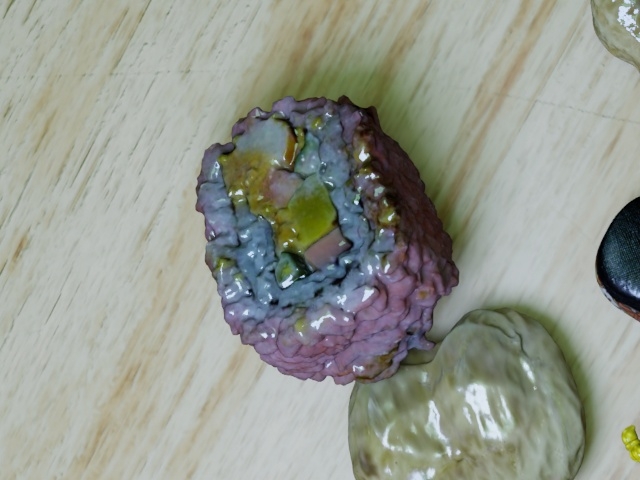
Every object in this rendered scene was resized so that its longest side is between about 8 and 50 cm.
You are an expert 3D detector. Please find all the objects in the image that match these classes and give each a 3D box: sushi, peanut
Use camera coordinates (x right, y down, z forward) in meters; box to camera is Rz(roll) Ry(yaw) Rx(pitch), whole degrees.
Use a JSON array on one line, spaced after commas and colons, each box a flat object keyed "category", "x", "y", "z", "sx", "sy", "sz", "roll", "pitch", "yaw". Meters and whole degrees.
[{"category": "sushi", "x": 0.000, "y": 0.000, "z": 1.866, "sx": 0.236, "sy": 0.171, "sz": 0.270, "roll": -33, "pitch": 58, "yaw": 20}, {"category": "peanut", "x": 0.137, "y": 0.175, "z": 1.892, "sx": 0.233, "sy": 0.110, "sz": 0.197, "roll": -20, "pitch": 90, "yaw": 16}, {"category": "peanut", "x": 0.316, "y": -0.186, "z": 1.844, "sx": 0.089, "sy": 0.089, "sz": 0.193, "roll": -33, "pitch": 84, "yaw": 14}]

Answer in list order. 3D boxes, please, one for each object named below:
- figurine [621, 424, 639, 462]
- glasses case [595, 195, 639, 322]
[{"category": "figurine", "x": 0.358, "y": 0.169, "z": 1.841, "sx": 0.115, "sy": 0.095, "sz": 0.156, "roll": 30, "pitch": 80, "yaw": 16}, {"category": "glasses case", "x": 0.408, "y": 0.064, "z": 1.813, "sx": 0.321, "sy": 0.082, "sz": 0.122, "roll": 28, "pitch": 72, "yaw": 13}]
